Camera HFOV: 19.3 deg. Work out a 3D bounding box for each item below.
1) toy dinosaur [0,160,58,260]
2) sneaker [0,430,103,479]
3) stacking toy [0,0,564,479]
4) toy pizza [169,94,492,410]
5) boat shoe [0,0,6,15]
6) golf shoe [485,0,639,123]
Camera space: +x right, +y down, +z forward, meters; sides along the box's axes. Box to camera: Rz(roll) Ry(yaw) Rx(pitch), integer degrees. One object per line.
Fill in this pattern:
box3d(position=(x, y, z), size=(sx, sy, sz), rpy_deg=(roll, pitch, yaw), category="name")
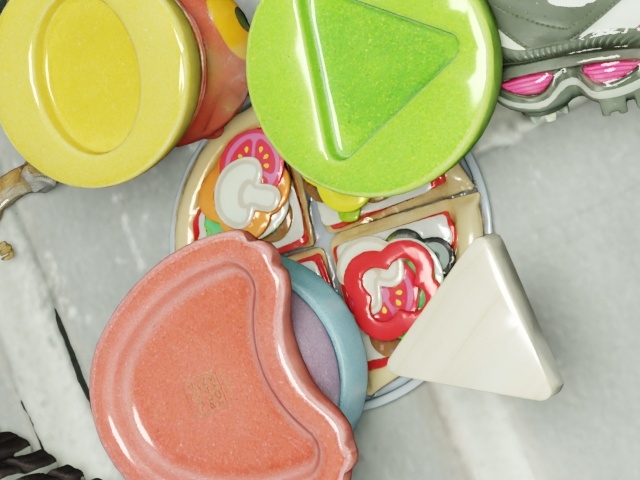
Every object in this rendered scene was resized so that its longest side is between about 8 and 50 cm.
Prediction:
box3d(position=(-0.254, -0.009, 1.182), size=(0.212, 0.064, 0.112), rpy_deg=(-6, 66, 12), category="toy dinosaur")
box3d(position=(-0.183, 0.210, 1.109), size=(0.281, 0.106, 0.162), rpy_deg=(20, 97, 21), category="sneaker")
box3d(position=(-0.006, -0.019, 1.009), size=(0.280, 0.130, 0.308), rpy_deg=(-13, 92, 24), category="stacking toy")
box3d(position=(0.000, 0.000, 1.085), size=(0.201, 0.032, 0.201), rpy_deg=(-1, 86, 22), category="toy pizza")
box3d(position=(-0.214, -0.247, 1.136), size=(0.113, 0.127, 0.340), rpy_deg=(-6, 75, 33), category="boat shoe")
box3d(position=(0.201, -0.143, 0.914), size=(0.273, 0.105, 0.120), rpy_deg=(-13, 117, 10), category="golf shoe")
